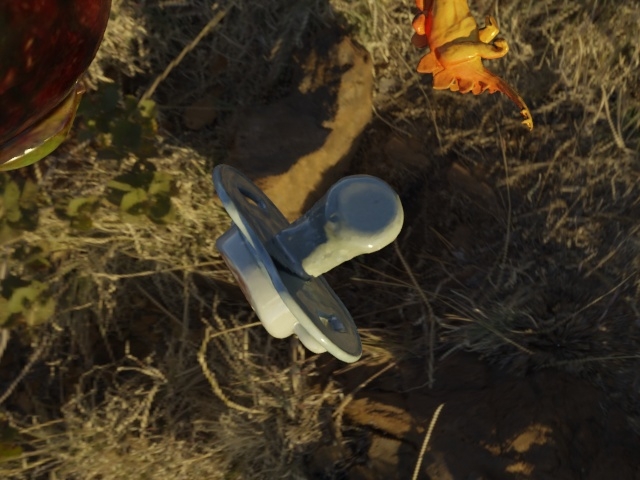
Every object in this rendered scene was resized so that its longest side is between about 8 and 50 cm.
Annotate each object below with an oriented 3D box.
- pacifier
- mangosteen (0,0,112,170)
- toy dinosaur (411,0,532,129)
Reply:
[{"bbox_3d":[0.000,0.000,0.960,0.207,0.227,0.279,-38,70,14],"label":"pacifier"},{"bbox_3d":[-0.286,-0.172,0.525,0.300,0.300,0.300,-2,83,16],"label":"mangosteen"},{"bbox_3d":[0.177,-0.256,1.083,0.117,0.070,0.288,-24,86,16],"label":"toy dinosaur"}]
